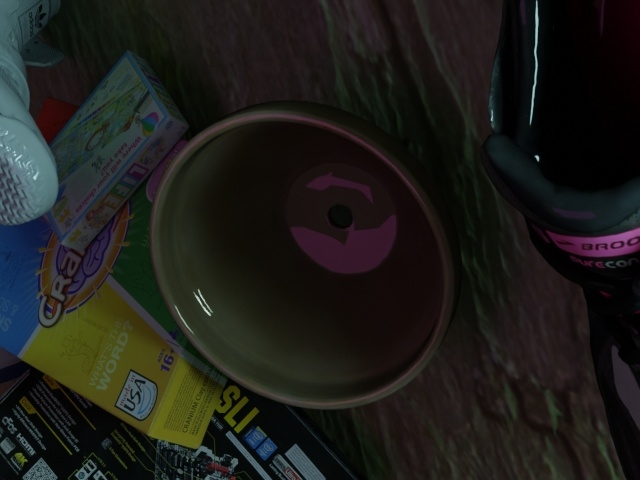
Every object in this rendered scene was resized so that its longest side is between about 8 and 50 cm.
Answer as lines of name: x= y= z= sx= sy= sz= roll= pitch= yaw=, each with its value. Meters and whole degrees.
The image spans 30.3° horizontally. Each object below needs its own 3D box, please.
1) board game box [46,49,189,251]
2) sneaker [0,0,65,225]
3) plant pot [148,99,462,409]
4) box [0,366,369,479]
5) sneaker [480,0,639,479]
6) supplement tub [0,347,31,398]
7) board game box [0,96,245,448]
board game box: x=-0.192 y=-0.080 z=1.052 sx=0.154 sy=0.026 sz=0.103 roll=-46 pitch=51 yaw=15
sneaker: x=-0.294 y=-0.168 z=1.068 sx=0.366 sy=0.210 sz=0.137 roll=42 pitch=139 yaw=28
plant pot: x=0.000 y=0.000 z=0.892 sx=0.237 sy=0.110 sz=0.237 roll=9 pitch=115 yaw=20
box: x=-0.147 y=0.210 z=1.122 sx=0.322 sy=0.257 sz=0.079 roll=44 pitch=179 yaw=21
sneaker: x=0.173 y=-0.013 z=0.634 sx=0.185 sy=0.202 sz=0.483 roll=5 pitch=116 yaw=49
supplement tub: x=-0.326 y=0.217 z=1.339 sx=0.228 sy=0.228 sz=0.316 roll=6 pitch=117 yaw=47
board game box: x=-0.184 y=0.016 z=1.071 sx=0.316 sy=0.064 sz=0.242 roll=19 pitch=86 yaw=41
